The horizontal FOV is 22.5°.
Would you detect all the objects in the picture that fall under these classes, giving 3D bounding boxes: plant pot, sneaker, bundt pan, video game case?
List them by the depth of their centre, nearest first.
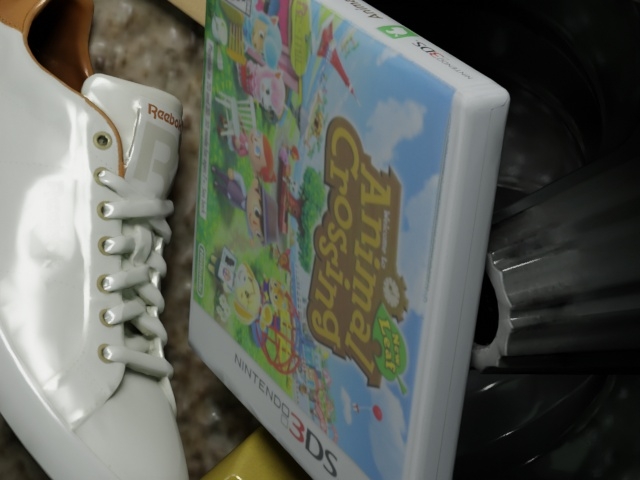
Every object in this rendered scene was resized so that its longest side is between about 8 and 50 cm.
[{"bbox_3d":[0.107,0.013,0.640,0.331,0.124,0.331,31,127,53],"label":"bundt pan"},{"bbox_3d":[0.000,0.000,0.672,0.193,0.023,0.212,40,133,47],"label":"video game case"},{"bbox_3d":[-0.110,-0.004,0.767,0.123,0.106,0.290,-31,68,14],"label":"sneaker"},{"bbox_3d":[-0.028,0.137,0.779,0.081,0.083,0.081,-42,80,17],"label":"plant pot"}]

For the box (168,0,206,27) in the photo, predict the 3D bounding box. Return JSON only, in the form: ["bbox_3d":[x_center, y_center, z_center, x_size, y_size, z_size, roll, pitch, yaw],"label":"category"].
[{"bbox_3d":[0.007,-0.159,0.781,0.201,0.021,0.164,37,104,15],"label":"box"}]
